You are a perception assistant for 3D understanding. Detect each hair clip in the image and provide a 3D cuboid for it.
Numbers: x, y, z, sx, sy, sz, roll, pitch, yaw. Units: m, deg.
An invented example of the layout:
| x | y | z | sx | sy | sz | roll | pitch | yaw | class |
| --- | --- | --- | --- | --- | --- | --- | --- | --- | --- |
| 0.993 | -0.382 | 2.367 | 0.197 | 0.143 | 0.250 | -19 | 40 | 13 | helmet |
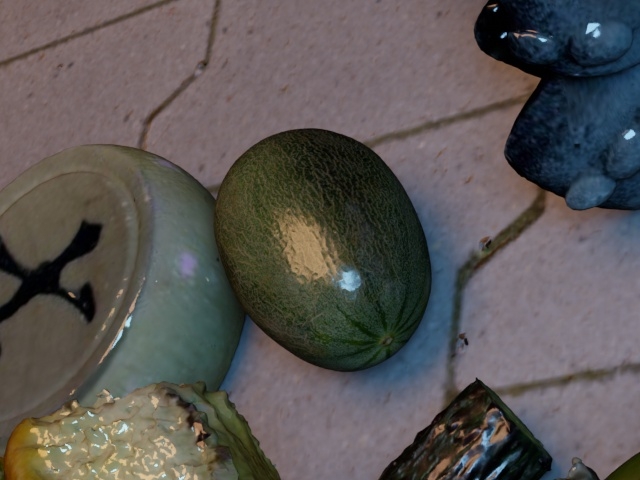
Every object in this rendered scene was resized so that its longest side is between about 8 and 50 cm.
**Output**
| x | y | z | sx | sy | sz | roll | pitch | yaw | class |
| --- | --- | --- | --- | --- | --- | --- | --- | --- | --- |
| 0.196 | -0.158 | 0.855 | 0.310 | 0.206 | 0.194 | -31 | 46 | 24 | hair clip |

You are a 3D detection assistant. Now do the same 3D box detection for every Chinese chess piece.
| x | y | z | sx | sy | sz | roll | pitch | yaw | class |
| --- | --- | --- | --- | --- | --- | --- | --- | --- | --- |
| -0.155 | 0.050 | 1.122 | 0.237 | 0.092 | 0.238 | -22 | 52 | 31 | Chinese chess piece |

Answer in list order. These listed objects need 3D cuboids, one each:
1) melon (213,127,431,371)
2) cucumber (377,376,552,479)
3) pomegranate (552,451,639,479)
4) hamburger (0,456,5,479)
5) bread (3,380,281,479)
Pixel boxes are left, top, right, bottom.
| x | y | z | sx | sy | sz | roll | pitch | yaw | class |
| --- | --- | --- | --- | --- | --- | --- | --- | --- | --- |
| 0.000 | 0.000 | 0.998 | 0.114 | 0.114 | 0.167 | -42 | 44 | 13 | melon |
| 0.007 | 0.199 | 0.901 | 0.293 | 0.067 | 0.067 | -51 | 42 | 4 | cucumber |
| 0.159 | 0.176 | 0.641 | 0.254 | 0.270 | 0.254 | -41 | 14 | 12 | pomegranate |
| -0.227 | 0.232 | 1.010 | 0.246 | 0.170 | 0.246 | -16 | 67 | 41 | hamburger |
| -0.052 | 0.177 | 0.807 | 0.121 | 0.174 | 0.245 | -31 | 53 | 0 | bread |
